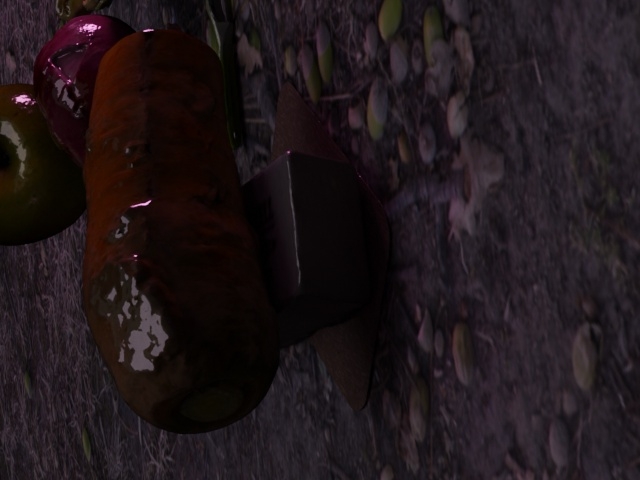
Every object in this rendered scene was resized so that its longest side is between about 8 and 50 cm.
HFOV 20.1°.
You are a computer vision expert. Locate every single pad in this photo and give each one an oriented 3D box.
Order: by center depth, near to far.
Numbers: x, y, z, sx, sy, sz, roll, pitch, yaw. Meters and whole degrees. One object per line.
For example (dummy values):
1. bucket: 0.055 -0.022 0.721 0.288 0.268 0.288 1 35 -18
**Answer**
1. pad: 0.000 0.000 1.413 0.266 0.002 0.176 -124 35 -55

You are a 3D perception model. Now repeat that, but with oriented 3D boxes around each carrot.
1. carrot: -0.109 -0.004 1.307 0.139 0.138 0.302 111 156 -50

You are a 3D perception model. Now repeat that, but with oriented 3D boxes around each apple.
1. apple: -0.355 -0.087 2.139 0.157 0.196 0.196 17 -112 -79

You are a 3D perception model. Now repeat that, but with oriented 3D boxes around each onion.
1. onion: -0.193 -0.132 1.715 0.177 0.153 0.177 -17 -90 -80

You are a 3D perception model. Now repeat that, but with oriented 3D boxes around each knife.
1. knife: -0.086 -0.170 1.605 0.026 0.022 0.184 -15 76 44

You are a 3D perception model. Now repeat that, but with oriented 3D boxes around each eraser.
1. eraser: -0.041 0.021 1.412 0.352 0.077 0.111 149 116 -69

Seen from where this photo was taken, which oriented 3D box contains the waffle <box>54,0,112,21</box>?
1. waffle: -0.185 -0.372 1.726 0.297 0.073 0.317 -42 47 53
